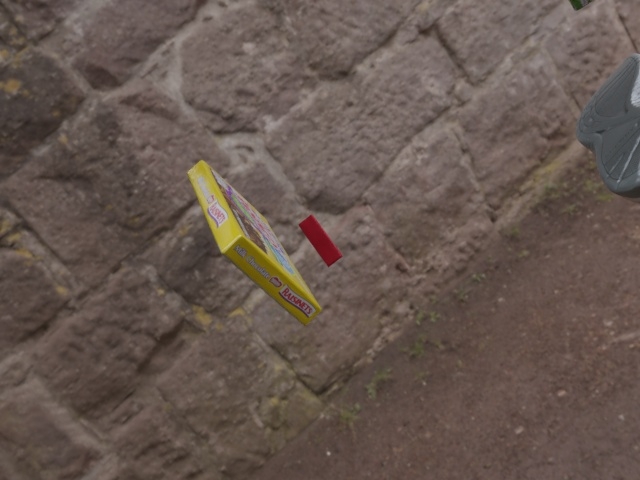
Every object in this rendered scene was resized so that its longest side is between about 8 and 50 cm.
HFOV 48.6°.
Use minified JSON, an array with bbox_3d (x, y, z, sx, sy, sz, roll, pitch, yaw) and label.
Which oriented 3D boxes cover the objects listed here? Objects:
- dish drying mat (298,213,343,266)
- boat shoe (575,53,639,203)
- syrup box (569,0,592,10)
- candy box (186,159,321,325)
[{"bbox_3d":[0.000,0.000,1.120,0.032,0.083,0.008,-37,-2,23],"label":"dish drying mat"},{"bbox_3d":[0.389,-0.126,0.842,0.118,0.103,0.320,-53,10,30],"label":"boat shoe"},{"bbox_3d":[0.210,-0.309,0.600,0.096,0.237,0.093,-31,62,24],"label":"syrup box"},{"bbox_3d":[-0.067,-0.005,0.661,0.027,0.105,0.206,-42,29,3],"label":"candy box"}]
